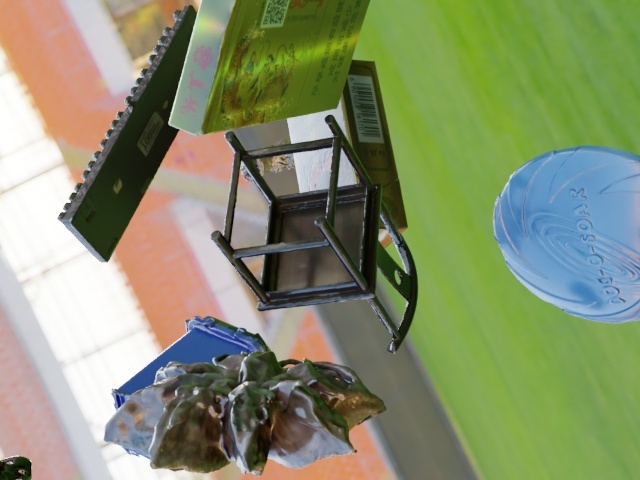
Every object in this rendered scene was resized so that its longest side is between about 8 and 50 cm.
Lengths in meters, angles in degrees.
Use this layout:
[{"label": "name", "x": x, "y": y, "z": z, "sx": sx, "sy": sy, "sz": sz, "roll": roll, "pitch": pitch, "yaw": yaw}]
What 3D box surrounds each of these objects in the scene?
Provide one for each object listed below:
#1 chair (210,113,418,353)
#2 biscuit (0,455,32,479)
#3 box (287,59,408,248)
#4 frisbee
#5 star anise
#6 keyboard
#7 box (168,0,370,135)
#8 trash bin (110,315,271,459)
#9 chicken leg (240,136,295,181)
[{"label": "chair", "x": 0.000, "y": 0.000, "z": 1.825, "sx": 0.260, "sy": 0.141, "sz": 0.154, "roll": 57, "pitch": -148, "yaw": -51}, {"label": "biscuit", "x": -0.485, "y": 0.300, "z": 2.259, "sx": 0.235, "sy": 0.151, "sz": 0.063, "roll": 62, "pitch": -157, "yaw": -67}, {"label": "box", "x": 0.030, "y": -0.091, "z": 2.165, "sx": 0.159, "sy": 0.071, "sz": 0.240, "roll": -41, "pitch": 53, "yaw": 53}, {"label": "frisbee", "x": 0.301, "y": 0.004, "z": 1.840, "sx": 0.242, "sy": 0.242, "sz": 0.045, "roll": 65, "pitch": -146, "yaw": -32}, {"label": "star anise", "x": -0.087, "y": 0.195, "z": 1.971, "sx": 0.332, "sy": 0.331, "sz": 0.118, "roll": -118, "pitch": 26, "yaw": -82}, {"label": "keyboard", "x": -0.212, "y": -0.130, "z": 2.006, "sx": 0.027, "sy": 0.317, "sz": 0.106, "roll": 13, "pitch": 154, "yaw": 32}, {"label": "box", "x": -0.041, "y": -0.206, "z": 1.730, "sx": 0.043, "sy": 0.173, "sz": 0.311, "roll": 24, "pitch": -161, "yaw": 21}, {"label": "trash bin", "x": -0.203, "y": 0.233, "z": 2.624, "sx": 0.184, "sy": 0.234, "sz": 0.162, "roll": 18, "pitch": 128, "yaw": 39}, {"label": "chicken leg", "x": -0.016, "y": -0.137, "z": 2.471, "sx": 0.080, "sy": 0.196, "sz": 0.125, "roll": 80, "pitch": -163, "yaw": -44}]
